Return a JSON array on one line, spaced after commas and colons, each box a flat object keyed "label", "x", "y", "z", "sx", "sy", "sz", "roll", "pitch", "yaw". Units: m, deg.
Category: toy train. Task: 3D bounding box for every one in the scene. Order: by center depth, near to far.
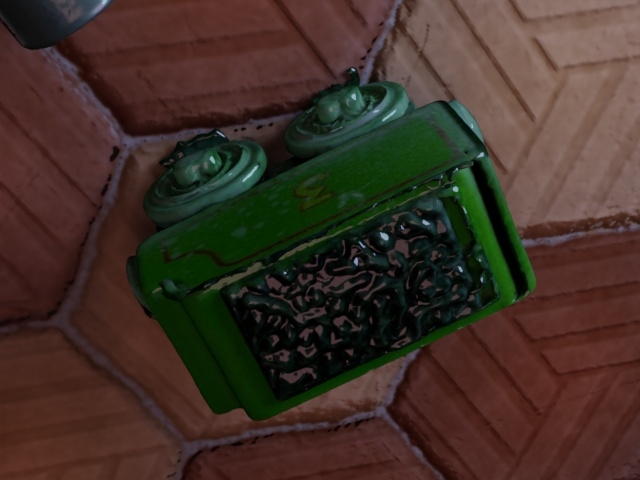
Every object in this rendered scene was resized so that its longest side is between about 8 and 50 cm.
[{"label": "toy train", "x": 0.000, "y": 0.000, "z": 0.726, "sx": 0.243, "sy": 0.188, "sz": 0.132, "roll": -25, "pitch": 118, "yaw": 2}]

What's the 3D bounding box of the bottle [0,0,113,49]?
[{"label": "bottle", "x": -0.212, "y": -0.232, "z": 0.618, "sx": 0.082, "sy": 0.082, "sz": 0.286, "roll": -33, "pitch": 120, "yaw": 7}]
